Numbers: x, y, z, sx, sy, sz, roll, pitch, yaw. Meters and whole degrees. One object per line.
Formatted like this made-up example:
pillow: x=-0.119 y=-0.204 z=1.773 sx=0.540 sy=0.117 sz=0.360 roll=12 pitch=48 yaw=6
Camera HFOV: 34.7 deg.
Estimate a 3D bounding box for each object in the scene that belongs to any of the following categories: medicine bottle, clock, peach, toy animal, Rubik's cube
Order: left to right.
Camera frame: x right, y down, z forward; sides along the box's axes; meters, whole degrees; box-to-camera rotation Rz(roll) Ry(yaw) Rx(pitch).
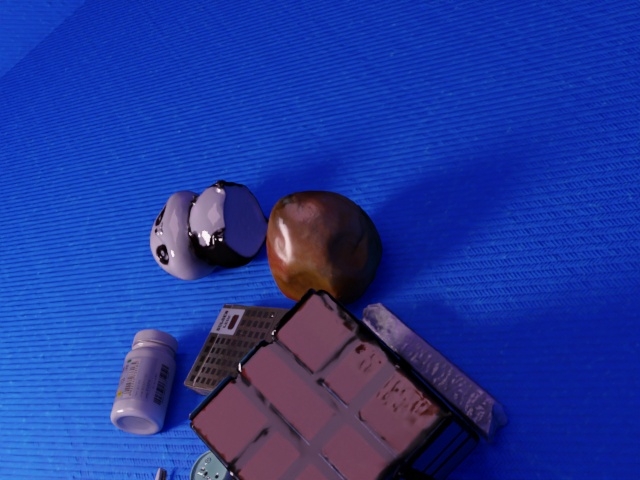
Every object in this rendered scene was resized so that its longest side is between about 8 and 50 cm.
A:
medicine bottle: x=-0.337 y=0.274 z=1.989 sx=0.102 sy=0.103 sz=0.187 roll=-15 pitch=49 yaw=29
toy animal: x=-0.243 y=-0.014 z=2.109 sx=0.235 sy=0.165 sz=0.187 roll=-13 pitch=66 yaw=27
clock: x=-0.184 y=0.408 z=1.799 sx=0.101 sy=0.041 sz=0.135 roll=6 pitch=60 yaw=41
peach: x=0.000 y=0.000 z=1.856 sx=0.214 sy=0.235 sz=0.214 roll=-16 pitch=43 yaw=16
Rubik's cube: x=0.028 y=0.278 z=1.496 sx=0.283 sy=0.288 sz=0.293 roll=-45 pitch=68 yaw=0

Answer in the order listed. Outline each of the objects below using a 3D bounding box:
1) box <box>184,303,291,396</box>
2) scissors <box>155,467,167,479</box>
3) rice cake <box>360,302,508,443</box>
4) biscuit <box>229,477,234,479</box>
box: x=-0.117 y=0.206 z=1.856 sx=0.324 sy=0.047 sz=0.180 roll=-2 pitch=57 yaw=55
scissors: x=-0.299 y=0.492 z=1.835 sx=0.085 sy=0.022 sz=0.176 roll=-15 pitch=51 yaw=30
rice cake: x=0.180 y=0.204 z=1.658 sx=0.056 sy=0.073 sz=0.365 roll=-44 pitch=40 yaw=-5
biscuit: x=-0.093 y=0.422 z=1.693 sx=0.388 sy=0.073 sz=0.107 roll=-47 pitch=39 yaw=-6
